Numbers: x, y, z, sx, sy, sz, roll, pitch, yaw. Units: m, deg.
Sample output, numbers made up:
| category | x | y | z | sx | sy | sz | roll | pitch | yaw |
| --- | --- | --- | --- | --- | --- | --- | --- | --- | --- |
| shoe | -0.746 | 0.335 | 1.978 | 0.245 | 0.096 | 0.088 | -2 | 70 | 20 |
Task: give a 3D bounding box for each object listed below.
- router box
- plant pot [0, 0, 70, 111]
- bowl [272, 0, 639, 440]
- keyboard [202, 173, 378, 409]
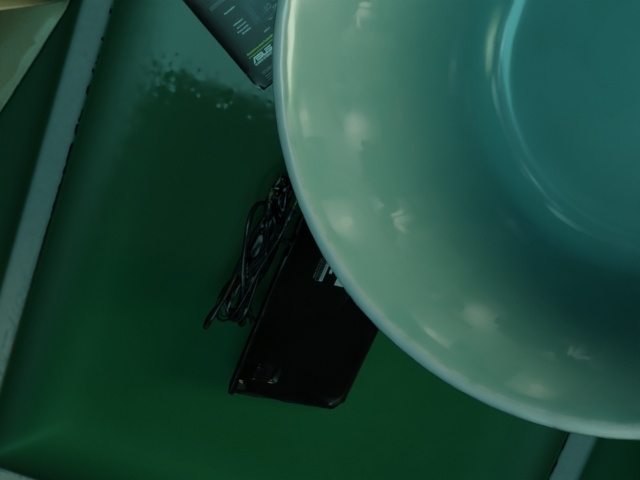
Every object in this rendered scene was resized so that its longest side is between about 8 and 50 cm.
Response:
| category | x | y | z | sx | sy | sz | roll | pitch | yaw |
| --- | --- | --- | --- | --- | --- | --- | --- | --- | --- |
| router box | -0.014 | -0.149 | 0.733 | 0.122 | 0.038 | 0.092 | -37 | 104 | 15 |
| plant pot | -0.211 | -0.103 | 0.732 | 0.096 | 0.109 | 0.109 | 38 | 108 | 4 |
| bowl | 0.150 | -0.079 | 0.653 | 0.311 | 0.163 | 0.312 | 2 | 95 | 21 |
| keyboard | 0.000 | 0.000 | 0.796 | 0.100 | 0.038 | 0.192 | 14 | 111 | -26 |
